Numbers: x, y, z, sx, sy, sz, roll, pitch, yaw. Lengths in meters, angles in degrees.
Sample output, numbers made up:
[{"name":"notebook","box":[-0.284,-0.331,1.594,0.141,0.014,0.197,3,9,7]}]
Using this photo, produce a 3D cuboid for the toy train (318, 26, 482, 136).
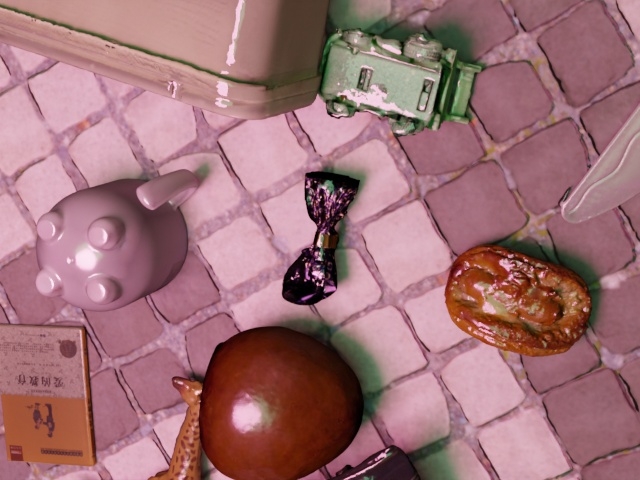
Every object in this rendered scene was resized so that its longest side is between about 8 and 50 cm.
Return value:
[{"name":"toy train","box":[0.075,-0.158,0.846,0.149,0.081,0.099,15,105,17]}]

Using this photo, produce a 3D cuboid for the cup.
[{"name":"cup","box":[-0.210,0.004,0.903,0.173,0.142,0.134,-8,97,14]}]

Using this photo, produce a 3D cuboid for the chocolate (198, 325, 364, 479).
[{"name":"chocolate","box":[-0.039,0.174,0.887,0.176,0.177,0.177,2,100,13]}]

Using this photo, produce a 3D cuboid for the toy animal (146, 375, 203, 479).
[{"name":"toy animal","box":[-0.186,0.280,0.992,0.149,0.054,0.275,46,109,5]}]

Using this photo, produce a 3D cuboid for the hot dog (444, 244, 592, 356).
[{"name":"hot dog","box":[0.197,0.061,0.859,0.147,0.065,0.099,21,94,11]}]

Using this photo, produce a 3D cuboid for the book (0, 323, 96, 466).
[{"name":"book","box":[-0.331,0.186,1.031,0.118,0.012,0.172,0,100,14]}]

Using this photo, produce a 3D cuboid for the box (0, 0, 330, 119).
[{"name":"box","box":[-0.148,-0.323,0.766,0.351,0.177,0.344,21,115,17]}]

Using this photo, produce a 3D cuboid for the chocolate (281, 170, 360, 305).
[{"name":"chocolate","box":[0.002,0.001,0.901,0.070,0.072,0.147,-2,113,-28]}]

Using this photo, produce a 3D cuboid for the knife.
[{"name":"knife","box":[0.346,-0.147,0.810,0.081,0.043,0.336,30,111,0]}]

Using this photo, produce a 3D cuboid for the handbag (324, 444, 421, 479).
[{"name":"handbag","box":[0.023,0.322,0.914,0.254,0.089,0.211,-28,119,19]}]
